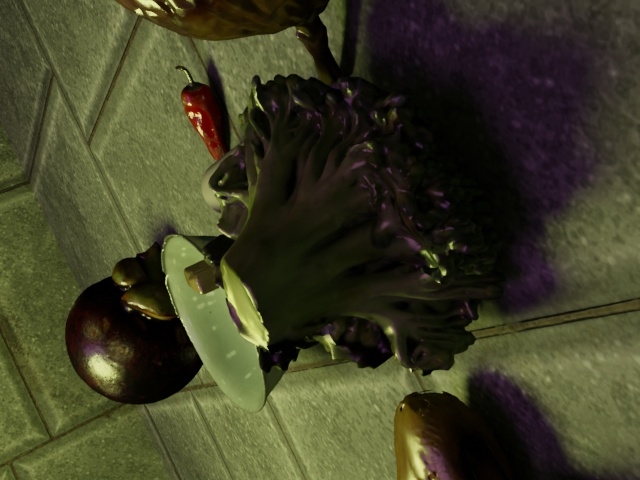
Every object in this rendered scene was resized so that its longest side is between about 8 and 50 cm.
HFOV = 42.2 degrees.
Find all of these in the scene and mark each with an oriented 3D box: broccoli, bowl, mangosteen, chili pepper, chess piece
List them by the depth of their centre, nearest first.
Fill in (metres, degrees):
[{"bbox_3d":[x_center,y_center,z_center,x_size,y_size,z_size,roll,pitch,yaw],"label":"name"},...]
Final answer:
[{"bbox_3d":[0.019,-0.010,0.872,0.324,0.272,0.334,-123,24,-53],"label":"broccoli"},{"bbox_3d":[-0.091,0.020,1.140,0.090,0.201,0.090,44,147,39],"label":"chess piece"},{"bbox_3d":[-0.178,-0.192,1.292,0.059,0.050,0.191,34,153,42],"label":"chili pepper"},{"bbox_3d":[-0.117,0.105,1.329,0.313,0.146,0.313,44,149,35],"label":"bowl"},{"bbox_3d":[-0.379,0.174,1.759,0.307,0.307,0.346,40,114,41],"label":"mangosteen"}]

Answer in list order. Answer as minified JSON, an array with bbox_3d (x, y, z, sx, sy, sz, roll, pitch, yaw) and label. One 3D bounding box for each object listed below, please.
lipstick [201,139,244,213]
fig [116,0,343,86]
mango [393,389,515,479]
[{"bbox_3d":[-0.076,-0.104,1.132,0.327,0.087,0.087,-18,96,64],"label":"lipstick"},{"bbox_3d":[-0.056,-0.291,0.834,0.286,0.286,0.368,43,178,38],"label":"fig"},{"bbox_3d":[0.153,0.296,0.990,0.151,0.156,0.248,-66,-42,-75],"label":"mango"}]
